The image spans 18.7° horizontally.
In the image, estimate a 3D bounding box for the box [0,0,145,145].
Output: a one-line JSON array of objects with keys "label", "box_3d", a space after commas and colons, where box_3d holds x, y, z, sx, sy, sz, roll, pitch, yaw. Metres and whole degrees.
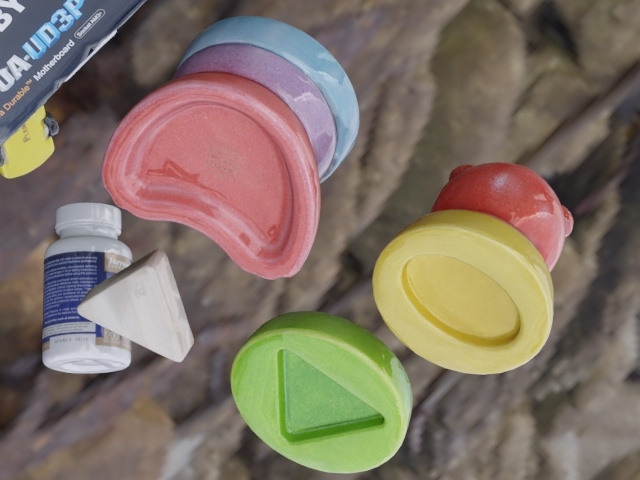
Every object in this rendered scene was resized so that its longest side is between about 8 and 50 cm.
[{"label": "box", "box_3d": [-0.079, -0.163, 0.685, 0.051, 0.220, 0.175, 33, 118, -32]}]

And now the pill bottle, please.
[{"label": "pill bottle", "box_3d": [-0.174, 0.036, 1.457, 0.067, 0.120, 0.067, -1, 165, 0]}]

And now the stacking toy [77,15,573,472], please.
[{"label": "stacking toy", "box_3d": [0.000, 0.000, 1.347, 0.279, 0.309, 0.130, -55, -178, 43]}]

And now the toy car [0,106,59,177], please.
[{"label": "toy car", "box_3d": [-0.266, -0.155, 1.435, 0.225, 0.053, 0.239, -5, 127, -46]}]
